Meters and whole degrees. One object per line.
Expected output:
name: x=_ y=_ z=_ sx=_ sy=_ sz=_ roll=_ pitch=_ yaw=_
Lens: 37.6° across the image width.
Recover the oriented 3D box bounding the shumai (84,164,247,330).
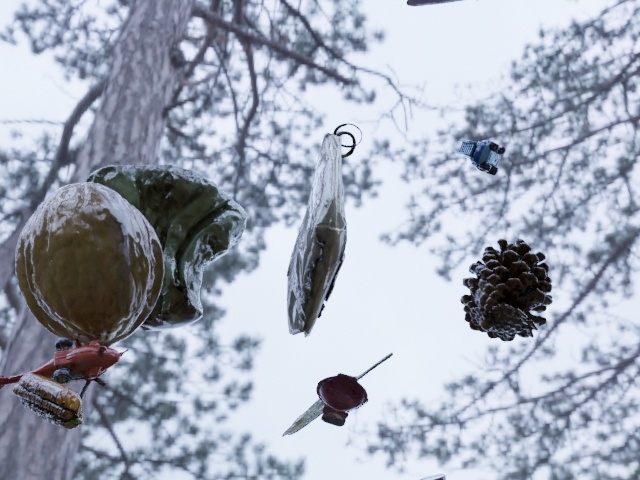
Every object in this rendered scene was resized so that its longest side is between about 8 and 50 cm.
shumai: x=-0.312 y=0.031 z=1.754 sx=0.304 sy=0.263 sz=0.309 roll=29 pitch=-43 yaw=-34

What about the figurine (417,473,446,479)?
figurine: x=0.284 y=0.632 z=2.003 sx=0.275 sy=0.161 sz=0.158 roll=51 pitch=-49 yaw=5

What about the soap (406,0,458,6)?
soap: x=0.185 y=-0.455 z=1.400 sx=0.122 sy=0.203 sz=0.065 roll=-1 pitch=-18 yaw=24

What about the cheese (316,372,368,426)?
cheese: x=0.035 y=0.283 z=1.667 sx=0.095 sy=0.038 sz=0.145 roll=16 pitch=-48 yaw=1

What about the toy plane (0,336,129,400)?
toy plane: x=-0.381 y=0.179 z=1.341 sx=0.194 sy=0.126 sz=0.077 roll=5 pitch=-39 yaw=13

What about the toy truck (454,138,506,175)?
toy truck: x=0.278 y=-0.157 z=1.676 sx=0.073 sy=0.090 sz=0.056 roll=16 pitch=-82 yaw=-58

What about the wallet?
wallet: x=-0.003 y=-0.002 z=1.594 sx=0.068 sy=0.275 sz=0.335 roll=13 pitch=-52 yaw=-7

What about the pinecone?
pinecone: x=0.381 y=0.092 z=1.895 sx=0.185 sy=0.212 sz=0.168 roll=12 pitch=-13 yaw=30

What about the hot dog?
hot dog: x=-0.315 y=0.184 z=1.079 sx=0.122 sy=0.037 sz=0.049 roll=10 pitch=-76 yaw=39

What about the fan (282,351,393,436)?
fan: x=0.038 y=0.364 z=2.229 sx=0.335 sy=0.229 sz=0.011 roll=-37 pitch=-90 yaw=6

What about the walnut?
walnut: x=-0.354 y=0.042 z=1.456 sx=0.225 sy=0.261 sz=0.225 roll=-13 pitch=-14 yaw=-3
